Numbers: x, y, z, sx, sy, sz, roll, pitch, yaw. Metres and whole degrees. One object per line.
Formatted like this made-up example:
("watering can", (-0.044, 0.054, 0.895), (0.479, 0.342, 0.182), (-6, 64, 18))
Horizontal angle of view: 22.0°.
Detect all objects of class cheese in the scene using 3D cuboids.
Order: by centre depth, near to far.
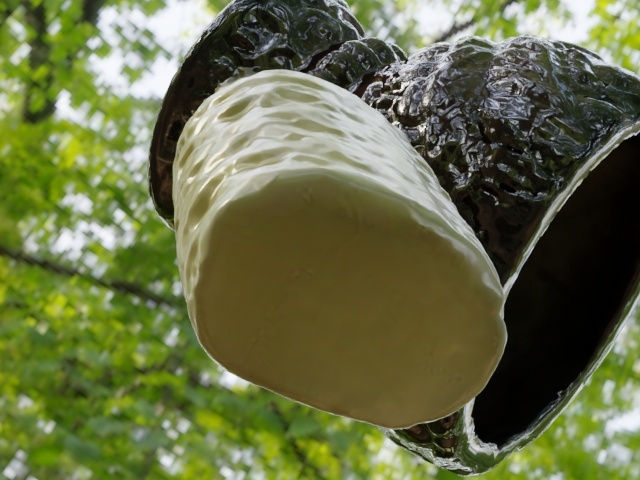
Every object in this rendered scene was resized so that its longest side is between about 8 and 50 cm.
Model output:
("cheese", (0.000, 0.000, 0.649), (0.123, 0.167, 0.094), (30, -77, -17))

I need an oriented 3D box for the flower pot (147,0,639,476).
("flower pot", (0.049, -0.027, 1.027), (0.267, 0.266, 0.266), (30, -38, 27))
